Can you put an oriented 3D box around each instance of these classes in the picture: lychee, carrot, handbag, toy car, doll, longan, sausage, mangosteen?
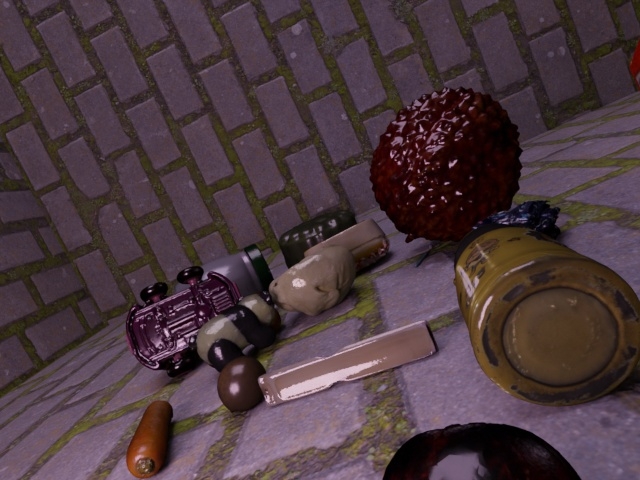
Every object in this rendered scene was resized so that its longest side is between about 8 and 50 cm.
[{"bbox_3d":[0.349,-0.183,1.230,0.425,0.499,0.424,6,37,-5],"label":"lychee"},{"bbox_3d":[-0.313,0.366,0.791,0.067,0.067,0.225,-26,6,-12],"label":"carrot"},{"bbox_3d":[0.424,-0.018,0.923,0.162,0.113,0.260,-10,8,38],"label":"handbag"},{"bbox_3d":[-0.383,0.245,1.271,0.341,0.271,0.240,-23,-13,-7],"label":"toy car"},{"bbox_3d":[-0.202,0.228,1.067,0.234,0.135,0.144,-36,13,-31],"label":"doll"},{"bbox_3d":[-0.151,0.275,0.810,0.113,0.092,0.113,-51,26,38],"label":"longan"},{"bbox_3d":[-0.179,0.209,1.301,0.076,0.103,0.302,-59,9,-2],"label":"sausage"},{"bbox_3d":[0.116,0.207,0.297,0.153,0.152,0.152,-24,8,3],"label":"mangosteen"}]

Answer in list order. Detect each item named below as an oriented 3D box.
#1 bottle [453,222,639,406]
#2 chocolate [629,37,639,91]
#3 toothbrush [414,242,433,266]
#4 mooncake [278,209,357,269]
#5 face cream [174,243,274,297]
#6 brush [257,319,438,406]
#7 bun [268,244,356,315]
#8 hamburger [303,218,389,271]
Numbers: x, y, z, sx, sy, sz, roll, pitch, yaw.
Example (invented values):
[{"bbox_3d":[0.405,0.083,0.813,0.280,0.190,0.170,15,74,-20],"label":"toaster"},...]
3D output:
[{"bbox_3d":[0.276,0.061,0.608,0.172,0.171,0.351,-23,8,14],"label":"bottle"},{"bbox_3d":[0.668,-0.206,0.581,0.341,0.360,0.161,-23,-5,15],"label":"chocolate"},{"bbox_3d":[0.305,0.041,1.252,0.011,0.014,0.167,-9,15,34],"label":"toothbrush"},{"bbox_3d":[0.000,0.000,1.827,0.357,0.194,0.356,-25,7,4],"label":"mooncake"},{"bbox_3d":[-0.380,0.176,1.702,0.357,0.219,0.312,-26,7,-14],"label":"face cream"},{"bbox_3d":[0.042,0.214,0.744,0.321,0.060,0.050,-23,-5,13],"label":"brush"},{"bbox_3d":[-0.004,0.117,1.191,0.259,0.160,0.259,-35,-5,-4],"label":"bun"},{"bbox_3d":[0.089,0.039,1.463,0.295,0.151,0.227,-29,2,0],"label":"hamburger"}]
